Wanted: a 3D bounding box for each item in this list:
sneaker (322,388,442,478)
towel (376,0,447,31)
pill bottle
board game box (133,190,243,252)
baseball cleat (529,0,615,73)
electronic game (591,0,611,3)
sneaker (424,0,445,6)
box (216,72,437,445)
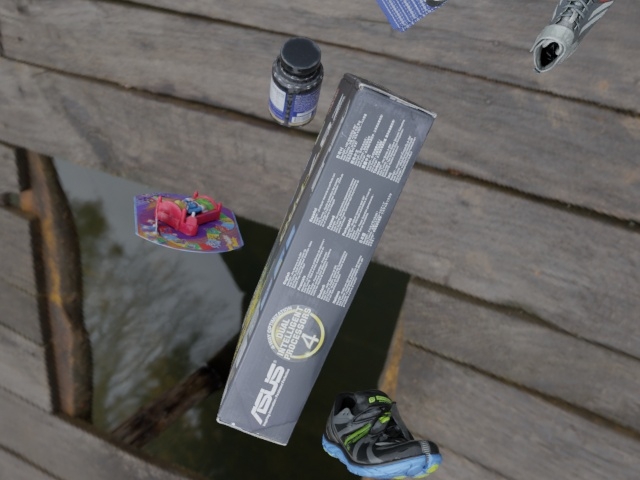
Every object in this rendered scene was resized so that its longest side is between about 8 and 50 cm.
[{"bbox_3d":[0.054,0.190,0.784,0.188,0.067,0.078,180,97,-67],"label":"sneaker"},{"bbox_3d":[0.144,-0.541,1.531,0.243,0.040,0.336,55,174,-10],"label":"towel"},{"bbox_3d":[-0.057,-0.374,1.864,0.123,0.123,0.219,40,155,12],"label":"pill bottle"},{"bbox_3d":[-0.165,-0.038,0.994,0.133,0.168,0.033,7,115,-18],"label":"board game box"},{"bbox_3d":[0.361,-0.318,1.091,0.072,0.109,0.205,30,133,11],"label":"baseball cleat"},{"bbox_3d":[0.420,-0.346,0.913,0.229,0.229,0.048,-31,85,41],"label":"electronic game"},{"bbox_3d":[0.197,-0.437,1.271,0.081,0.211,0.080,43,90,-9],"label":"sneaker"},{"bbox_3d":[0.000,0.000,0.952,0.097,0.318,0.394,22,103,-8],"label":"box"}]
